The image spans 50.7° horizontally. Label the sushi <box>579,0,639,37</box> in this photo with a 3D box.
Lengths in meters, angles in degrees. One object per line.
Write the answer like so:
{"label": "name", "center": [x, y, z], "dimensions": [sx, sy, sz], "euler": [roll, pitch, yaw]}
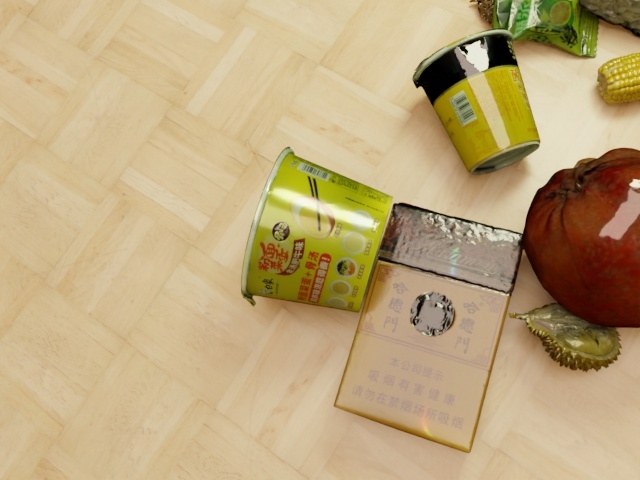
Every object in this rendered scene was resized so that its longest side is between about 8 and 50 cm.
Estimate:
{"label": "sushi", "center": [0.645, -0.506, 1.365], "dimensions": [0.225, 0.124, 0.127], "euler": [26, 77, 3]}

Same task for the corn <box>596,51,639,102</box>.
{"label": "corn", "center": [0.679, -0.336, 1.337], "dimensions": [0.244, 0.093, 0.093], "euler": [-12, 73, 8]}

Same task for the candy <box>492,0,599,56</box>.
{"label": "candy", "center": [0.472, -0.461, 1.414], "dimensions": [0.246, 0.069, 0.149], "euler": [7, 84, -8]}

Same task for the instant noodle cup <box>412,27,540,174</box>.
{"label": "instant noodle cup", "center": [0.321, -0.265, 1.340], "dimensions": [0.215, 0.215, 0.236], "euler": [-20, 79, 5]}

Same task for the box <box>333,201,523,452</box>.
{"label": "box", "center": [0.210, 0.155, 1.280], "dimensions": [0.264, 0.116, 0.415], "euler": [16, 79, 16]}

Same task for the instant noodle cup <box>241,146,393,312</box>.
{"label": "instant noodle cup", "center": [0.000, 0.000, 1.286], "dimensions": [0.221, 0.311, 0.311], "euler": [17, 78, 6]}

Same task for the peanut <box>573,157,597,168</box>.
{"label": "peanut", "center": [0.555, -0.102, 1.306], "dimensions": [0.152, 0.076, 0.076], "euler": [43, 86, 14]}

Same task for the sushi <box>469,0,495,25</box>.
{"label": "sushi", "center": [0.379, -0.498, 1.464], "dimensions": [0.055, 0.052, 0.120], "euler": [-34, 75, -15]}

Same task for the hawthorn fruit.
{"label": "hawthorn fruit", "center": [0.517, 0.002, 1.168], "dimensions": [0.325, 0.308, 0.308], "euler": [29, 79, -26]}

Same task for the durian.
{"label": "durian", "center": [0.436, 0.178, 1.219], "dimensions": [0.208, 0.146, 0.102], "euler": [20, 122, -1]}
